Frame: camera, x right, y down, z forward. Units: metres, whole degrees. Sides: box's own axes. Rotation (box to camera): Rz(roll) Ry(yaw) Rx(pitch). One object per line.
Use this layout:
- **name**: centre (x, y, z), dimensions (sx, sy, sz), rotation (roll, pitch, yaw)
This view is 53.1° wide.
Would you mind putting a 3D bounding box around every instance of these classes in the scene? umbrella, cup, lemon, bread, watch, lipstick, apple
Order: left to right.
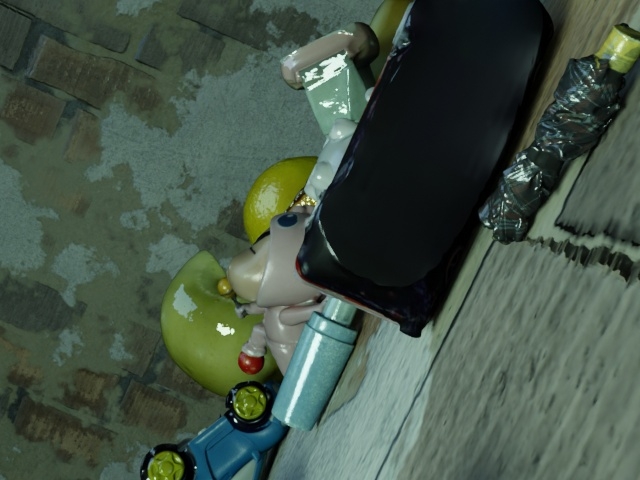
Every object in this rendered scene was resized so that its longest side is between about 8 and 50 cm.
- **apple**: centre (-0.162, 0.173, 1.213), dimensions (0.233, 0.295, 0.258), rotation (-60, -18, -48)
- **lemon**: centre (-0.025, -0.051, 1.256), dimensions (0.240, 0.240, 0.219), rotation (-66, 19, -11)
- **lipstick**: centre (0.019, 0.104, 0.815), dimensions (0.274, 0.068, 0.061), rotation (-66, 14, 0)
- **watch**: centre (0.057, -0.223, 1.091), dimensions (0.161, 0.241, 0.253), rotation (-20, 10, 18)
- **cup**: centre (0.067, -0.077, 0.726), dimensions (0.173, 0.142, 0.134), rotation (123, 171, -65)
- **bread**: centre (0.146, -0.379, 1.432), dimensions (0.333, 0.160, 0.333), rotation (-63, 5, 10)
- **umbrella**: centre (0.138, -0.057, 0.377), dimensions (0.040, 0.037, 0.144), rotation (-61, -4, -51)

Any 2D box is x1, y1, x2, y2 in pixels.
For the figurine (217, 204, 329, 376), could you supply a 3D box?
- **figurine**: centre (-0.059, 0.089, 0.929), dimensions (0.176, 0.186, 0.288), rotation (-101, 19, -72)

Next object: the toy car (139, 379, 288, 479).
- **toy car**: centre (-0.156, 0.363, 1.051), dimensions (0.314, 0.166, 0.198), rotation (-35, -12, -27)

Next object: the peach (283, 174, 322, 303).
- **peach**: centre (-0.001, 0.001, 1.070), dimensions (0.267, 0.158, 0.154), rotation (-52, -4, 9)

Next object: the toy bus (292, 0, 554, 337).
- **toy bus**: centre (0.085, -0.076, 0.559), dimensions (0.147, 0.127, 0.303), rotation (116, 178, -81)
